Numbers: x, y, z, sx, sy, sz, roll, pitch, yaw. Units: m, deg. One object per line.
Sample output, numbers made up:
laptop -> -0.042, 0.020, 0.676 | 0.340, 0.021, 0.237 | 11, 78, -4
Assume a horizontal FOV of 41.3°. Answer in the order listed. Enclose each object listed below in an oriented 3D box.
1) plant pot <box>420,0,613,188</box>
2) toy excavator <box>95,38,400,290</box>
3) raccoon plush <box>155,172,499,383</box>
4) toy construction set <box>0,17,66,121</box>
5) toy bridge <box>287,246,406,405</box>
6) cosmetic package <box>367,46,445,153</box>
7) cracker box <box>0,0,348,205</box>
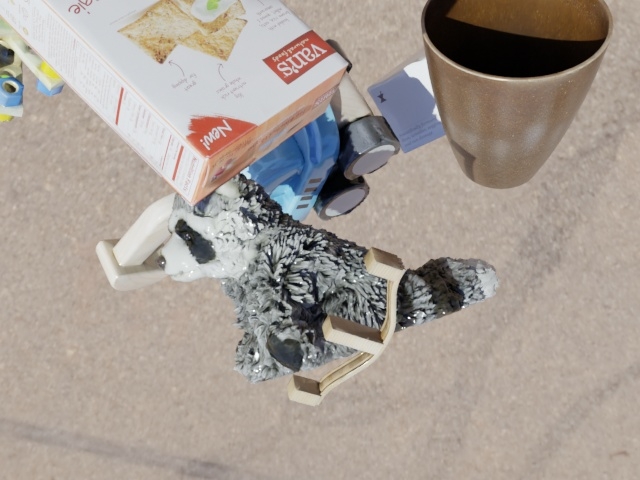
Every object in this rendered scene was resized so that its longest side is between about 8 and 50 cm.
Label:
plant pot -> 0.230, -0.179, 1.053 | 0.215, 0.216, 0.230 | -2, 140, 4
toy excavator -> -0.150, -0.102, 1.443 | 0.444, 0.222, 0.433 | -18, 159, -26
raccoon plush -> 0.000, 0.000, 1.168 | 0.216, 0.446, 0.299 | -19, 88, 57
toy construction set -> -0.443, -0.290, 1.009 | 0.214, 0.328, 0.151 | -7, 141, -34
toy bridge -> 0.033, 0.093, 0.824 | 0.063, 0.026, 0.188 | 18, 119, -21
cosmetic package -> 0.281, -0.340, 1.706 | 0.217, 0.385, 0.156 | -23, 104, 38
cracker box -> -0.115, -0.158, 0.646 | 0.232, 0.155, 0.067 | 44, 146, 8
